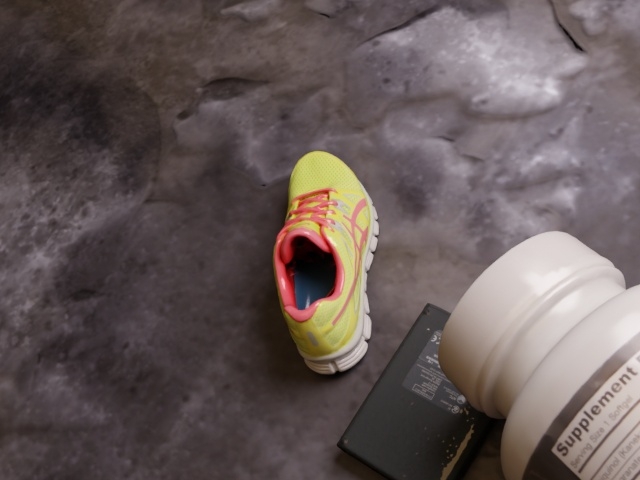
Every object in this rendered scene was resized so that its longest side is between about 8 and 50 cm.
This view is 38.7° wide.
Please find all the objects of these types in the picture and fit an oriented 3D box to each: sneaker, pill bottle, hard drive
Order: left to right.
[{"bbox_3d":[0.000,0.000,0.762,0.082,0.094,0.208,-16,55,16],"label":"sneaker"},{"bbox_3d":[0.086,0.124,0.695,0.094,0.022,0.135,26,74,33],"label":"hard drive"},{"bbox_3d":[0.220,0.135,0.535,0.176,0.176,0.318,-42,54,-4],"label":"pill bottle"}]
